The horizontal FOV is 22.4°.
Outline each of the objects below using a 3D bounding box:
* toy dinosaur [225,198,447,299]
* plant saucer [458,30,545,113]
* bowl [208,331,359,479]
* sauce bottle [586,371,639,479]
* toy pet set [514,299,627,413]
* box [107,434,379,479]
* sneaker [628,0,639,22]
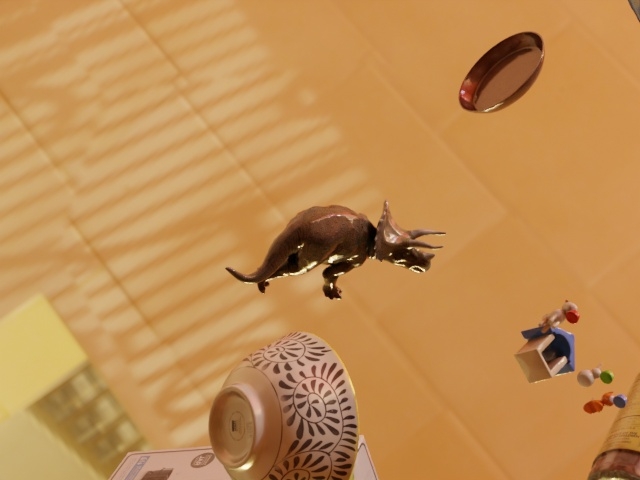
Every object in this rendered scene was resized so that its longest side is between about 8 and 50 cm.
[{"bbox_3d":[0.000,0.000,2.173,0.313,0.121,0.160,7,-43,-38],"label":"toy dinosaur"},{"bbox_3d":[0.294,-0.261,2.567,0.168,0.168,0.029,-43,-63,6],"label":"plant saucer"},{"bbox_3d":[-0.048,0.167,1.451,0.080,0.170,0.170,2,-47,-38],"label":"bowl"},{"bbox_3d":[0.420,0.195,1.914,0.344,0.111,0.111,-50,-14,-41],"label":"sauce bottle"},{"bbox_3d":[0.279,0.124,1.773,0.114,0.122,0.065,-20,13,46],"label":"toy pet set"},{"bbox_3d":[-0.096,0.289,1.675,0.169,0.290,0.087,-53,-49,-55],"label":"box"},{"bbox_3d":[0.534,-0.347,2.007,0.330,0.147,0.130,-19,-11,30],"label":"sneaker"}]
